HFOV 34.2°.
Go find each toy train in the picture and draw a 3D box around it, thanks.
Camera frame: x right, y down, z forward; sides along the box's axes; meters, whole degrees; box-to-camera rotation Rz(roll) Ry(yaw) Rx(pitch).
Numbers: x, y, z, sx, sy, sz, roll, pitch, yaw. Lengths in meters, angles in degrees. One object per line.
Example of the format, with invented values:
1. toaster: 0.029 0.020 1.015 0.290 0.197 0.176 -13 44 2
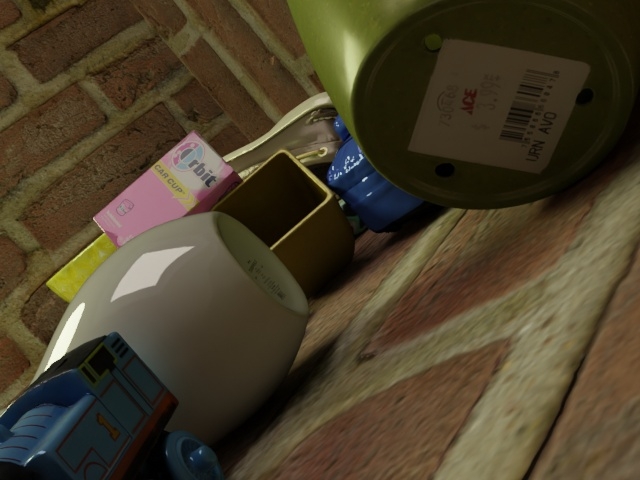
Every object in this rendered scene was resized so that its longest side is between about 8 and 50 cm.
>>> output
1. toy train: -0.109 0.117 0.468 0.080 0.105 0.184 -39 7 15

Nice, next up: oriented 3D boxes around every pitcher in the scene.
1. pitcher: -0.107 0.074 0.641 0.207 0.125 0.178 -42 8 12

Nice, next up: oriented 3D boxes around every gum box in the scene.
1. gum box: -0.093 0.006 0.878 0.107 0.062 0.188 -42 -32 -5

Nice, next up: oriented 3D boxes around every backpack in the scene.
1. backpack: 0.058 -0.069 0.763 0.120 0.101 0.098 -49 3 -29

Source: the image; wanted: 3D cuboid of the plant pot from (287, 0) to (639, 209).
1. plant pot: 0.089 -0.167 0.601 0.275 0.275 0.293 -36 33 32

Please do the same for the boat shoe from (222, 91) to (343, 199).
1. boat shoe: -0.059 -0.056 1.257 0.324 0.117 0.096 -34 38 40

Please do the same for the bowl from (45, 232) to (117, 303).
1. bowl: -0.280 0.032 1.674 0.289 0.156 0.289 -40 7 6

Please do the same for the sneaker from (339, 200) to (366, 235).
1. sneaker: 0.000 0.000 0.909 0.098 0.038 0.069 -34 2 -18

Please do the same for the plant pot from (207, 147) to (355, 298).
1. plant pot: -0.020 -0.003 0.793 0.081 0.083 0.081 -41 43 -3
